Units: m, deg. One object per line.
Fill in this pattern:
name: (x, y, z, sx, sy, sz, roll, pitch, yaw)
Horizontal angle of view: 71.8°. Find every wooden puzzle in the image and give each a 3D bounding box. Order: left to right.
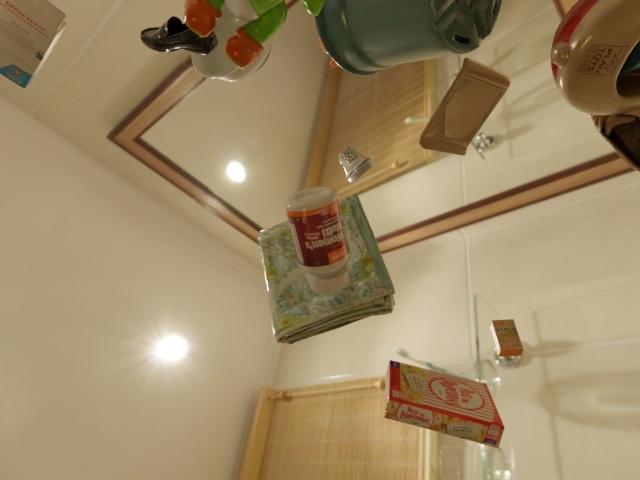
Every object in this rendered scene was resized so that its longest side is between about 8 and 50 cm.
wooden puzzle: (0.380, -0.349, 1.179, 0.221, 0.239, 0.044, -2, -141, -40)

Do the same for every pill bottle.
pill bottle: (0.000, 0.000, 0.999, 0.121, 0.121, 0.221, -43, -53, -51)

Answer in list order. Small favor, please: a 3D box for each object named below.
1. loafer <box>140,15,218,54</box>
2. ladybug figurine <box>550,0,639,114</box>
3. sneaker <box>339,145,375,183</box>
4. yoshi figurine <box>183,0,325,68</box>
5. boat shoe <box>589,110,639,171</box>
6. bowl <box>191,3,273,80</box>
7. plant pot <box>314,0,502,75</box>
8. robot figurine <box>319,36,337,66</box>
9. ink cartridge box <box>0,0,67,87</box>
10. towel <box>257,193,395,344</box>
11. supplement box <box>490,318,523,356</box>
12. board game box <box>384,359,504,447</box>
loafer: (-0.350, -0.504, 1.071, 0.076, 0.223, 0.078, -62, -27, -30)
ladybug figurine: (0.641, -0.410, 0.879, 0.449, 0.305, 0.162, -11, -129, -15)
sneaker: (0.097, -0.240, 1.361, 0.091, 0.094, 0.258, 49, -177, -11)
yoshi figurine: (-0.074, -0.493, 0.750, 0.203, 0.362, 0.203, -10, -117, -55)
boat shoe: (0.765, -0.317, 1.123, 0.110, 0.121, 0.341, -19, -109, -36)
bowl: (-0.244, -0.602, 1.340, 0.134, 0.298, 0.298, 22, -123, -55)
plant pot: (0.217, -0.572, 1.051, 0.341, 0.334, 0.341, -15, -64, -35)
robot figurine: (0.070, -0.705, 1.547, 0.128, 0.158, 0.219, 53, -154, -3)
ink cartridge box: (-0.553, -0.391, 0.821, 0.104, 0.180, 0.060, 36, -154, -31)
towel: (0.003, 0.067, 1.177, 0.090, 0.320, 0.374, 64, -171, -52)
supplement box: (0.516, 0.270, 1.228, 0.036, 0.062, 0.098, 79, -172, -46)
board game box: (0.216, 0.291, 0.806, 0.147, 0.193, 0.045, -51, -28, -77)
